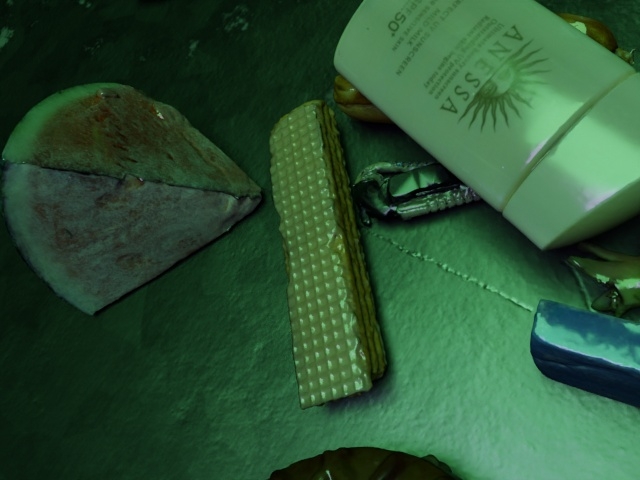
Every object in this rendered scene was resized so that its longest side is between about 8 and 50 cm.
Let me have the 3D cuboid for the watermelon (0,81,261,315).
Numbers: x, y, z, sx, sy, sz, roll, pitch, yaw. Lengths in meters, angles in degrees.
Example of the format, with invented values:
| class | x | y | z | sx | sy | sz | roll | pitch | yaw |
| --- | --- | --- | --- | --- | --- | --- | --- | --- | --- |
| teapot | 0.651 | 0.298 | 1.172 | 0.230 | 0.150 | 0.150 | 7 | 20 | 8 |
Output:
| class | x | y | z | sx | sy | sz | roll | pitch | yaw |
| --- | --- | --- | --- | --- | --- | --- | --- | --- | --- |
| watermelon | -0.260 | -0.053 | 0.820 | 0.250 | 0.293 | 0.283 | -47 | 19 | 46 |

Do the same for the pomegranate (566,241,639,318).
| class | x | y | z | sx | sy | sz | roll | pitch | yaw |
| --- | --- | --- | --- | --- | --- | --- | --- | --- | --- |
| pomegranate | 0.318 | 0.027 | 0.506 | 0.191 | 0.152 | 0.131 | -7 | 33 | 37 |

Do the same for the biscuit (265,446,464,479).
| class | x | y | z | sx | sy | sz | roll | pitch | yaw |
| --- | --- | --- | --- | --- | --- | --- | --- | --- | --- |
| biscuit | 0.020 | 0.335 | 0.490 | 0.332 | 0.103 | 0.331 | -18 | 44 | 18 |

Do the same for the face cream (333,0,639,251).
| class | x | y | z | sx | sy | sz | roll | pitch | yaw |
| --- | --- | --- | --- | --- | --- | --- | --- | --- | --- |
| face cream | 0.173 | -0.141 | 0.573 | 0.173 | 0.081 | 0.348 | -48 | 64 | 13 |

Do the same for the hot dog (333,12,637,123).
| class | x | y | z | sx | sy | sz | roll | pitch | yaw |
| --- | --- | --- | --- | --- | --- | --- | --- | --- | --- |
| hot dog | 0.175 | -0.192 | 0.688 | 0.338 | 0.100 | 0.135 | 7 | 81 | 27 |

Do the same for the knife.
| class | x | y | z | sx | sy | sz | roll | pitch | yaw |
| --- | --- | --- | --- | --- | --- | --- | --- | --- | --- |
| knife | 0.204 | -0.089 | 0.663 | 0.366 | 0.043 | 0.089 | -13 | 64 | 19 |

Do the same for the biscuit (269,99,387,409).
| class | x | y | z | sx | sy | sz | roll | pitch | yaw |
| --- | --- | --- | --- | --- | --- | --- | --- | --- | --- |
| biscuit | 0.000 | 0.000 | 0.698 | 0.094 | 0.054 | 0.378 | -26 | 60 | 30 |

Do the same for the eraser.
| class | x | y | z | sx | sy | sz | roll | pitch | yaw |
| --- | --- | --- | --- | --- | --- | --- | --- | --- | --- |
| eraser | 0.326 | 0.123 | 0.461 | 0.312 | 0.144 | 0.042 | 14 | 73 | 28 |
